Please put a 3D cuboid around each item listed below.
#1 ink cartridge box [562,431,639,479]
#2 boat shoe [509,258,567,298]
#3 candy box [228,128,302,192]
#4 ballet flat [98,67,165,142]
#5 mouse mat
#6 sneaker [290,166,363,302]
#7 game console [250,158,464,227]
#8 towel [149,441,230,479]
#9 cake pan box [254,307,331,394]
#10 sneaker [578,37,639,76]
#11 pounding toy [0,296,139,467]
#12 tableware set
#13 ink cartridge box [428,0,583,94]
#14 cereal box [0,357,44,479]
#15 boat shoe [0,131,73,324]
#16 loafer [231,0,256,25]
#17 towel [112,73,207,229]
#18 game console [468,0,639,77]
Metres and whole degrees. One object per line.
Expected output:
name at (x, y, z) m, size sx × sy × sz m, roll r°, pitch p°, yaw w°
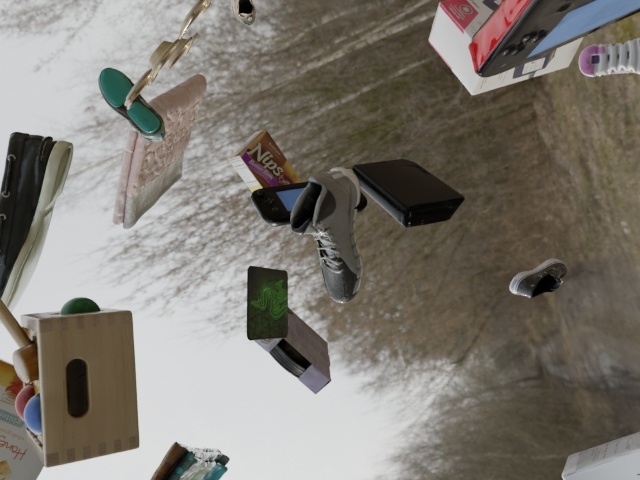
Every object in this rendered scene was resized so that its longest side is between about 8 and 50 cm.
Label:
ink cartridge box at (0.552, 0.417, 0.894) m, size 0.296 × 0.261 × 0.066 m, roll 58°, pitch -148°, yaw 7°
boat shoe at (0.602, 0.107, 1.639) m, size 0.076 × 0.228 × 0.080 m, roll 32°, pitch 121°, yaw 44°
candy box at (-0.122, -0.155, 1.455) m, size 0.109 × 0.053 × 0.187 m, roll -51°, pitch -61°, yaw -33°
ballet flat at (-0.372, -0.262, 1.215) m, size 0.188 × 0.070 × 0.070 m, roll 51°, pitch -172°, yaw 15°
mouse mat at (-0.111, 0.135, 1.318) m, size 0.189 × 0.007 × 0.153 m, roll 16°, pitch -108°, yaw -67°
sneaker at (0.000, 0.000, 0.986) m, size 0.132 × 0.086 × 0.229 m, roll -15°, pitch -73°, yaw -50°
game console at (0.060, -0.077, 1.107) m, size 0.213 × 0.360 × 0.044 m, roll -131°, pitch 37°, yaw -53°
towel at (-0.203, 0.362, 0.707) m, size 0.040 × 0.272 × 0.370 m, roll 30°, pitch 161°, yaw 7°
cake pan box at (-0.079, 0.278, 1.705) m, size 0.245 × 0.070 × 0.267 m, roll 41°, pitch -171°, yaw -11°
sneaker at (0.801, -0.472, 1.588) m, size 0.104 × 0.236 × 0.095 m, roll -21°, pitch -66°, yaw -55°
pounding toy at (-0.223, 0.102, 0.517) m, size 0.100 × 0.130 × 0.141 m, roll -3°, pitch -93°, yaw -33°
tableware set at (-0.190, -0.239, 0.782) m, size 0.020 × 0.141 × 0.169 m, roll 38°, pitch -120°, yaw -16°
ink cartridge box at (0.363, -0.401, 1.201) m, size 0.100 × 0.237 × 0.172 m, roll 99°, pitch 147°, yaw -56°
cereal box at (-0.466, 0.288, 0.836) m, size 0.173 × 0.047 × 0.240 m, roll 31°, pitch -108°, yaw -19°
boat shoe at (-0.532, -0.026, 1.048) m, size 0.112 × 0.340 × 0.127 m, roll 21°, pitch -168°, yaw -13°
loafer at (-0.152, -0.464, 1.215) m, size 0.039 × 0.045 × 0.125 m, roll 55°, pitch 176°, yaw 19°
towel at (-0.387, -0.224, 1.500) m, size 0.332 × 0.053 × 0.317 m, roll -66°, pitch -1°, yaw -59°
game console at (0.377, -0.318, 0.699) m, size 0.342 × 0.386 × 0.060 m, roll 175°, pitch 70°, yaw -87°
